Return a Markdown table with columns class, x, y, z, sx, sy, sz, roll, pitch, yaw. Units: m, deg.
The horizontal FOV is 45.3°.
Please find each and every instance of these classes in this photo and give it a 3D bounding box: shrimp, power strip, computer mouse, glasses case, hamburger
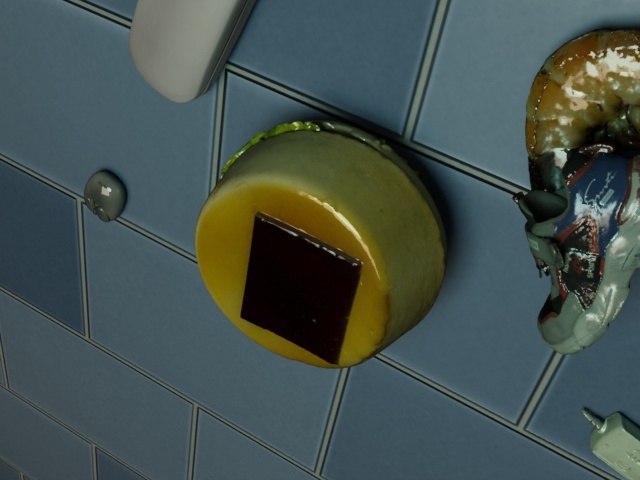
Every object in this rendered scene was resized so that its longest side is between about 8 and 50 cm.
| class | x | y | z | sx | sy | sz | roll | pitch | yaw |
| --- | --- | --- | --- | --- | --- | --- | --- | --- | --- |
| shrimp | 0.299 | -0.055 | 0.725 | 0.222 | 0.054 | 0.291 | 15 | 128 | 24 |
| power strip | 0.412 | 0.281 | 0.901 | 0.252 | 0.027 | 0.060 | 36 | 134 | 7 |
| computer mouse | -0.330 | -0.063 | 1.156 | 0.066 | 0.039 | 0.096 | 41 | 135 | 3 |
| glasses case | -0.133 | -0.277 | 0.847 | 0.113 | 0.075 | 0.297 | 42 | 134 | 4 |
| hamburger | 0.000 | 0.000 | 0.881 | 0.300 | 0.176 | 0.300 | 17 | 127 | 23 |

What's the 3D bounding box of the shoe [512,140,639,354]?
| class | x | y | z | sx | sy | sz | roll | pitch | yaw |
| --- | --- | --- | --- | --- | --- | --- | --- | --- | --- |
| shoe | 0.228 | 0.004 | 0.702 | 0.125 | 0.099 | 0.228 | 22 | 126 | 8 |
